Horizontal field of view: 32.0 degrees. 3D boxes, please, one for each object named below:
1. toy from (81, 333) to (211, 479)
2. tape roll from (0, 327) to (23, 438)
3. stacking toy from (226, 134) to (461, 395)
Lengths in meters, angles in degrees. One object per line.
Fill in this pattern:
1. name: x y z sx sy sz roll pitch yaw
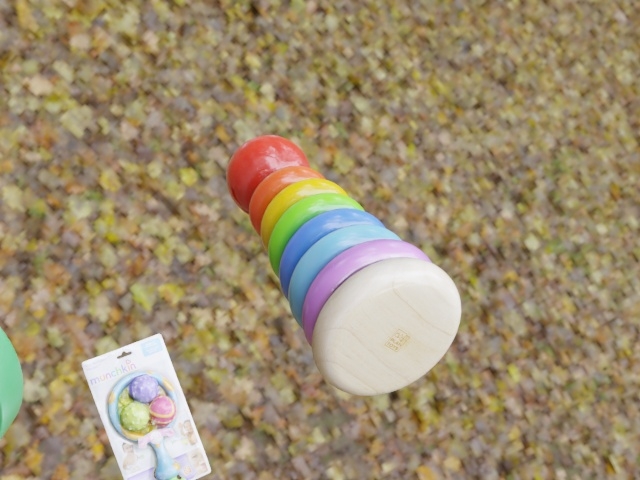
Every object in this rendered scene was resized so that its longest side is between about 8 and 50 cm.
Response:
1. toy: -0.264 0.277 1.744 0.137 0.056 0.237 -20 91 -27
2. tape roll: -0.605 0.200 1.656 0.321 0.321 0.077 44 29 -12
3. stacking toy: 0.000 0.000 1.086 0.141 0.141 0.330 21 20 -37
